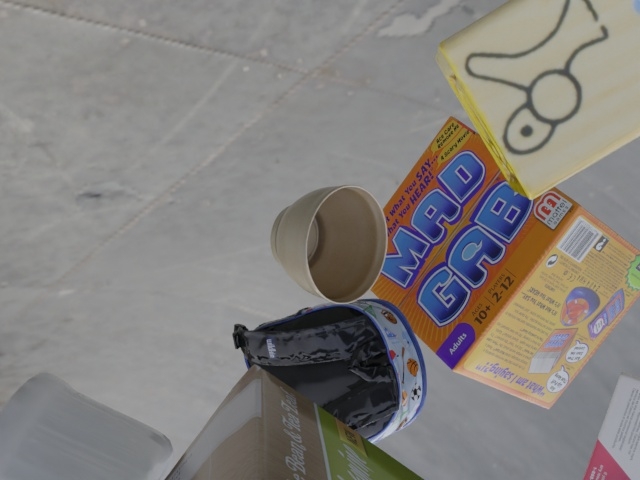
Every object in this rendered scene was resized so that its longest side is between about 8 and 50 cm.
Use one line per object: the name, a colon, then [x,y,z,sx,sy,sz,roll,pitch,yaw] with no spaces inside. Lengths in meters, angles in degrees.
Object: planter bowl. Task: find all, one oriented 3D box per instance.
planter bowl: [0.000,0.000,1.353,0.109,0.162,0.162,9,-178,44]

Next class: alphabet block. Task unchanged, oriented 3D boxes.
alphabet block: [0.255,-0.176,1.054,0.197,0.192,0.193,-30,-179,8]

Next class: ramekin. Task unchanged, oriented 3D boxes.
ramekin: [-0.230,0.265,0.833,0.135,0.277,0.277,22,157,0]

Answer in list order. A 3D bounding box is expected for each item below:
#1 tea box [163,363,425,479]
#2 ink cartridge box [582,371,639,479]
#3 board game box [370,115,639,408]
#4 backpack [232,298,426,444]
tea box: [-0.002,0.303,0.484,0.329,0.323,0.220,-52,-170,5]
ink cartridge box: [0.421,0.269,1.071,0.237,0.172,0.100,19,173,26]
board game box: [0.345,0.048,1.872,0.356,0.356,0.356,26,103,-45]
backpack: [0.035,0.215,1.527,0.263,0.276,0.213,-24,174,37]
